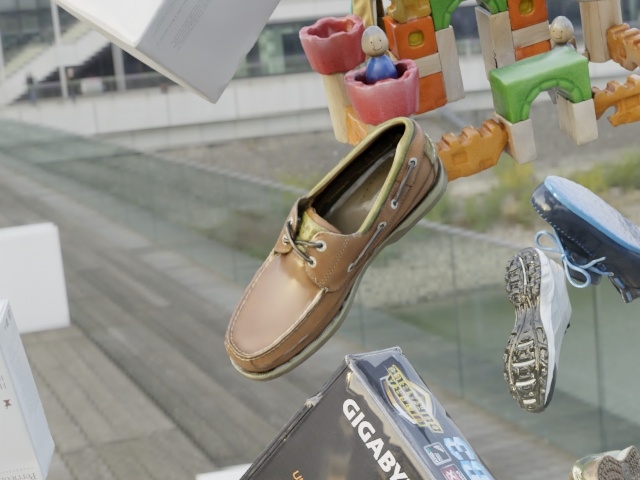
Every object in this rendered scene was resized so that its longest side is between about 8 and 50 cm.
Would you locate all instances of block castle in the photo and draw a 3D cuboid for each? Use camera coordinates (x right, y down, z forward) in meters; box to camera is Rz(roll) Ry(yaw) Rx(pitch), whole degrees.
[{"bbox_3d":[0.223,-0.248,1.511,0.453,0.213,0.303,-18,27,-8],"label":"block castle"}]

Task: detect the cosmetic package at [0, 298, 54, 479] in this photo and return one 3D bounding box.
[{"bbox_3d":[-0.415,0.195,1.508,0.117,0.231,0.085,-10,26,2],"label":"cosmetic package"}]

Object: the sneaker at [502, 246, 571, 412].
[{"bbox_3d":[0.365,0.148,1.995,0.108,0.272,0.100,20,-25,-33],"label":"sneaker"}]

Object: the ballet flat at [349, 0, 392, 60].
[{"bbox_3d":[0.072,-0.347,1.636,0.073,0.232,0.080,9,41,16],"label":"ballet flat"}]

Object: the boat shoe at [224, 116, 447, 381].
[{"bbox_3d":[0.000,0.000,1.237,0.110,0.307,0.104,33,-10,30],"label":"boat shoe"}]

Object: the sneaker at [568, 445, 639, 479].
[{"bbox_3d":[0.385,0.335,1.715,0.086,0.064,0.192,-23,-10,29],"label":"sneaker"}]

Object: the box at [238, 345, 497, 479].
[{"bbox_3d":[0.040,0.282,0.896,0.073,0.295,0.293,-8,-36,-48],"label":"box"}]

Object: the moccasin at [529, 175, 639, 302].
[{"bbox_3d":[0.412,0.022,1.809,0.342,0.117,0.138,30,26,-37],"label":"moccasin"}]

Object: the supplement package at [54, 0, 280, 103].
[{"bbox_3d":[-0.176,-0.289,1.334,0.175,0.178,0.293,32,1,12],"label":"supplement package"}]
